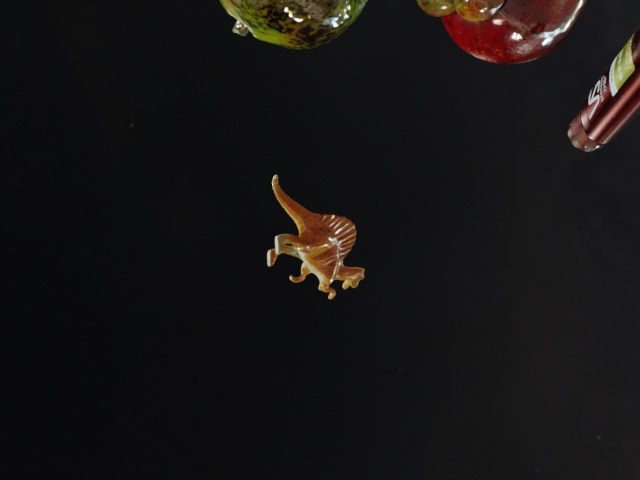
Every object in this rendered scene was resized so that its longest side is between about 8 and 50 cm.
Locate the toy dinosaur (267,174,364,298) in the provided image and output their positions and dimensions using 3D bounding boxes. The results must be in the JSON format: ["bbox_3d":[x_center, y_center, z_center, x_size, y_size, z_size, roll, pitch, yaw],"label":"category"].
[{"bbox_3d":[0.000,0.002,1.158,0.142,0.212,0.057,-8,-139,-15],"label":"toy dinosaur"}]

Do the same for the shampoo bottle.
[{"bbox_3d":[0.536,-0.265,1.479,0.084,0.323,0.129,10,-111,-3],"label":"shampoo bottle"}]

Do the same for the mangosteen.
[{"bbox_3d":[0.240,-0.353,1.142,0.257,0.215,0.215,-4,-103,-33],"label":"mangosteen"}]

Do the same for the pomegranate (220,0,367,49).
[{"bbox_3d":[-0.029,-0.392,1.079,0.222,0.204,0.277,-6,-69,-58],"label":"pomegranate"}]
